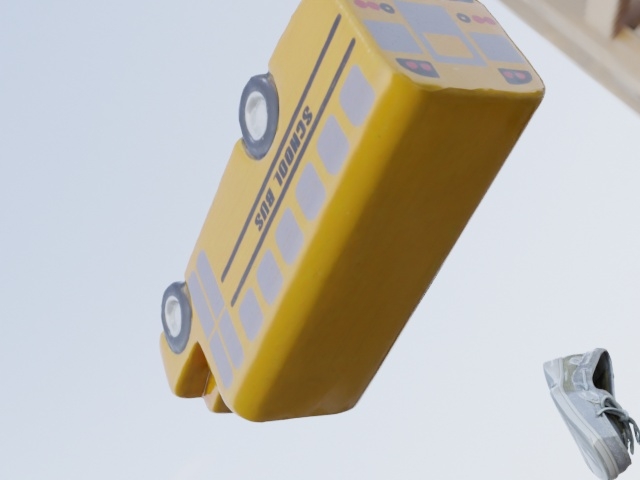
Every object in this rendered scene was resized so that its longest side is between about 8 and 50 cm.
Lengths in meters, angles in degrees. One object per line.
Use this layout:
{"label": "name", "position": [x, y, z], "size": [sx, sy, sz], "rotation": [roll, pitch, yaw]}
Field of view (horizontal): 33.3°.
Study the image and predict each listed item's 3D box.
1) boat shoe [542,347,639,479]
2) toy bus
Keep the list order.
{"label": "boat shoe", "position": [0.396, 0.236, 1.539], "size": [0.103, 0.118, 0.320], "rotation": [-28, 8, 10]}
{"label": "toy bus", "position": [0.000, 0.000, 0.662], "size": [0.108, 0.130, 0.333], "rotation": [-1, -44, -31]}
